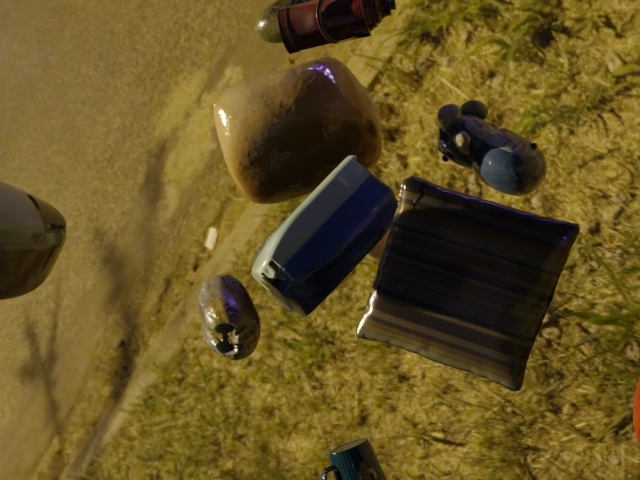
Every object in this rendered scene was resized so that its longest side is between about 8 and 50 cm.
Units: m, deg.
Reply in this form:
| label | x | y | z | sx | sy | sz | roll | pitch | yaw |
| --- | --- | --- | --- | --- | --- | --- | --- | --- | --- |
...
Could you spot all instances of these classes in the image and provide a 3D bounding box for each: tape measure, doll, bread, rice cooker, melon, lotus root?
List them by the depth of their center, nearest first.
| label | x | y | z | sx | sy | sz | roll | pitch | yaw |
| --- | --- | --- | --- | --- | --- | --- | --- | --- | --- |
| rice cooker | -0.388 | -0.004 | 0.677 | 0.145 | 0.206 | 0.127 | 37 | 116 | 38 |
| lotus root | -0.147 | 0.110 | 0.975 | 0.192 | 0.088 | 0.113 | -128 | 27 | -64 |
| tape measure | -0.001 | -0.001 | 1.101 | 0.259 | 0.138 | 0.262 | -45 | 1 | -13 |
| doll | 0.386 | -0.204 | 1.396 | 0.258 | 0.228 | 0.154 | 32 | 118 | 23 |
| melon | -0.079 | -0.514 | 1.445 | 0.162 | 0.099 | 0.099 | -12 | 69 | 21 |
| bread | -0.047 | -0.247 | 1.478 | 0.376 | 0.348 | 0.253 | -18 | 52 | -3 |

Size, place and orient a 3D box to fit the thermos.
| label | x | y | z | sx | sy | sz | roll | pitch | yaw |
| --- | --- | --- | --- | --- | --- | --- | --- | --- | --- |
| thermos | 0.039 | -0.450 | 1.253 | 0.232 | 0.124 | 0.099 | -10 | 105 | 14 |

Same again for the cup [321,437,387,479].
| label | x | y | z | sx | sy | sz | roll | pitch | yaw |
| --- | --- | --- | --- | --- | --- | --- | --- | --- | --- |
| cup | 0.076 | 0.587 | 1.525 | 0.131 | 0.176 | 0.155 | -41 | 66 | 63 |

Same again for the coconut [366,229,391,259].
| label | x | y | z | sx | sy | sz | roll | pitch | yaw |
| --- | --- | --- | --- | --- | --- | --- | --- | --- | --- |
| coconut | 0.140 | -0.029 | 1.719 | 0.147 | 0.153 | 0.147 | -16 | 58 | 28 |

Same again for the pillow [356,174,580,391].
| label | x | y | z | sx | sy | sz | roll | pitch | yaw |
| --- | --- | --- | --- | --- | --- | --- | --- | --- | --- |
| pillow | 0.169 | 0.051 | 0.738 | 0.208 | 0.052 | 0.212 | 18 | 97 | 10 |

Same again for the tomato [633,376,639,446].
| label | x | y | z | sx | sy | sz | roll | pitch | yaw |
| --- | --- | --- | --- | --- | --- | --- | --- | --- | --- |
| tomato | 0.629 | 0.258 | 0.887 | 0.290 | 0.293 | 0.325 | 33 | 98 | 8 |
